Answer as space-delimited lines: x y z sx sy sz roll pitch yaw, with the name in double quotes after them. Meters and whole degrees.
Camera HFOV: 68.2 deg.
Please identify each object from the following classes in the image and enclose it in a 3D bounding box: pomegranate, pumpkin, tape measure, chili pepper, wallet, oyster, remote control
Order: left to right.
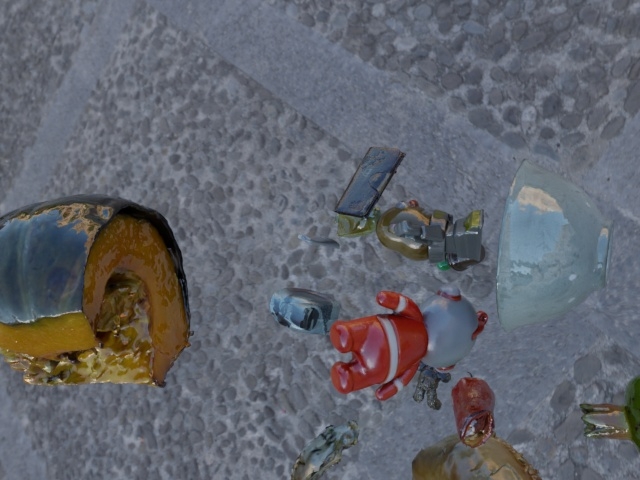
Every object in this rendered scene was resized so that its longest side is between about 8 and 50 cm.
-0.330 0.072 0.670 0.225 0.303 0.256 -4 46 2 "pumpkin"
-0.062 0.277 1.847 0.256 0.275 0.147 17 94 41 "tape measure"
0.000 0.000 1.376 0.050 0.184 0.027 21 95 29 "remote control"
0.016 0.691 1.489 0.294 0.166 0.094 -35 100 2 "oyster"
0.131 -0.163 1.288 0.122 0.031 0.232 14 65 43 "wallet"
0.303 0.317 0.940 0.086 0.192 0.084 -35 100 21 "chili pepper"
0.485 0.257 0.667 0.205 0.159 0.159 -10 78 29 "pomegranate"

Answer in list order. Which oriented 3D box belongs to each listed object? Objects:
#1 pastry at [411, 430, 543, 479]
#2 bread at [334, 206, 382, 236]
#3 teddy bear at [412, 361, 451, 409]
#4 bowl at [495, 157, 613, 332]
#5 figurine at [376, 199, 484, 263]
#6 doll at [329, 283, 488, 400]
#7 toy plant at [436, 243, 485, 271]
0.393 0.654 1.144 0.409 0.245 0.409 175 90 -70 "pastry"
0.130 -0.061 1.490 0.156 0.110 0.103 -11 92 -12 "bread"
0.321 0.405 1.390 0.119 0.078 0.160 10 74 43 "teddy bear"
0.414 0.015 0.812 0.146 0.313 0.313 5 86 33 "bowl"
0.293 -0.022 1.286 0.285 0.342 0.167 3 68 20 "figurine"
0.171 0.167 0.836 0.105 0.336 0.199 24 119 60 "doll"
0.463 0.056 1.623 0.200 0.143 0.105 -17 106 55 "toy plant"
